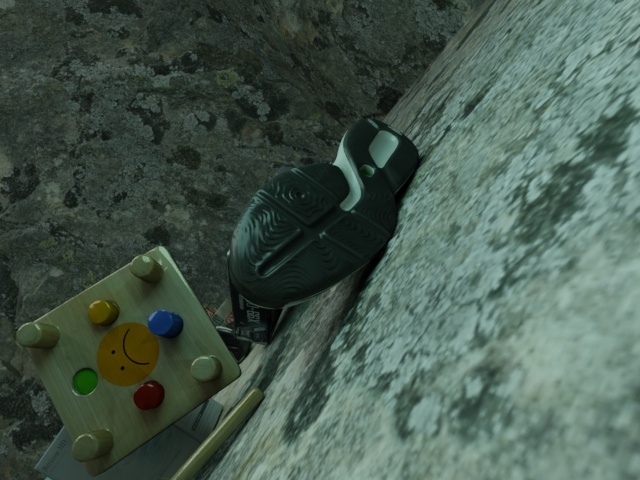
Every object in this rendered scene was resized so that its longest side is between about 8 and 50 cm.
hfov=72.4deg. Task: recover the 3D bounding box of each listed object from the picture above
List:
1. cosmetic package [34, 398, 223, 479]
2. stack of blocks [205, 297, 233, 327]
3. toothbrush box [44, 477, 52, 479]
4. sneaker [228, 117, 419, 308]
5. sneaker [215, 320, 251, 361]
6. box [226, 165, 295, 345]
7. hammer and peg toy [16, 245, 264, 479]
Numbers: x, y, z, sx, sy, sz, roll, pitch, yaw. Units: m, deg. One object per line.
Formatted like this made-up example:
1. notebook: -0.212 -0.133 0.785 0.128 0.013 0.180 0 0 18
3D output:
1. cosmetic package: -0.348 0.364 0.819 0.224 0.224 0.138 -53 5 9
2. stack of blocks: -0.401 0.345 1.686 0.297 0.171 0.087 -48 8 41
3. toothbrush box: -0.713 0.764 1.240 0.295 0.216 0.126 -62 -35 -75
4. sneaker: 0.001 0.000 0.695 0.447 0.169 0.258 -48 -9 -46
5. sneaker: -0.231 0.255 1.209 0.162 0.107 0.281 -33 5 -39
6. box: -0.097 0.026 0.930 0.308 0.076 0.243 -69 -13 -47
7. hammer and peg toy: -0.256 0.214 0.667 0.265 0.361 0.127 -34 -13 -11
